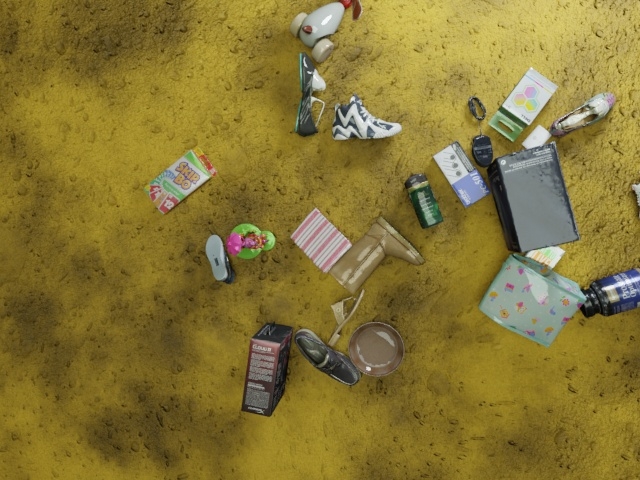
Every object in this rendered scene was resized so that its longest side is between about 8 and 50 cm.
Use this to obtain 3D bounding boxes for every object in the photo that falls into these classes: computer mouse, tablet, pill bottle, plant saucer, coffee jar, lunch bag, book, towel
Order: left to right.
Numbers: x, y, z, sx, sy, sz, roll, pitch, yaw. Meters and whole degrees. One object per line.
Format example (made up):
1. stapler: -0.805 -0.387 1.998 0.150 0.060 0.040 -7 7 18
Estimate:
1. towel: 0.000 0.000 1.991 0.144 0.029 0.197 -48 69 9
2. plant saucer: 0.199 0.384 2.015 0.199 0.036 0.198 1 96 8
3. coffee jar: 0.346 -0.135 1.905 0.079 0.096 0.184 -22 93 8
4. computer mouse: 0.527 -0.361 1.886 0.071 0.041 0.242 -7 88 -7
5. lunch bag: 0.676 0.187 1.840 0.262 0.160 0.223 27 113 1
6. tablet: 0.716 -0.334 1.871 0.054 0.006 0.083 41 100 3
7. book: 0.735 0.066 1.900 0.096 0.035 0.144 34 103 6
8. pill bottle: 0.954 0.175 1.828 0.219 0.123 0.122 -20 93 10

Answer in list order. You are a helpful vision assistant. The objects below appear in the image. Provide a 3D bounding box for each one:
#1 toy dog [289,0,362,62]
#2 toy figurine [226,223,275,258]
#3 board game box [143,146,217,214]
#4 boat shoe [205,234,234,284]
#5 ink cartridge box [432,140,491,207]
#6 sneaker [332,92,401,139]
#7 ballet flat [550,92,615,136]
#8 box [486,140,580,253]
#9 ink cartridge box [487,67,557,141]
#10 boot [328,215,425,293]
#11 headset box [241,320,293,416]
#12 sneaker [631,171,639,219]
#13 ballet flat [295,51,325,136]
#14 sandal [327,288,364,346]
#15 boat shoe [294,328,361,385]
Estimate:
1. toy dog: 0.030 -0.760 1.856 0.220 0.161 0.333 24 99 6
2. toy figurine: -0.260 0.011 1.986 0.173 0.159 0.130 -1 96 9
3. board game box: -0.512 -0.218 2.067 0.259 0.039 0.124 -36 90 8
4. boat shoe: -0.366 0.073 2.063 0.065 0.083 0.183 -20 66 10
5. ink cartridge box: 0.474 -0.223 1.901 0.097 0.046 0.207 -32 91 12
6. sneaker: 0.153 -0.423 1.906 0.235 0.094 0.153 1 105 19
7. ballet flat: 0.845 -0.401 1.806 0.221 0.079 0.077 -28 90 11
8. box: 0.644 -0.121 1.743 0.183 0.296 0.294 -15 87 12
9. ink cartridge box: 0.654 -0.438 1.830 0.109 0.062 0.209 37 94 3
10. boot: 0.194 0.083 1.958 0.236 0.089 0.269 45 100 18
11. headset box: -0.182 0.433 1.989 0.110 0.218 0.293 9 98 8
12. sneaker: 1.038 -0.147 1.822 0.075 0.057 0.161 17 100 24
13. ballet flat: -0.032 -0.497 1.937 0.096 0.095 0.280 4 107 -1
14. sandal: 0.065 0.261 1.997 0.079 0.088 0.240 28 105 -1
15. boat shoe: 0.018 0.427 2.019 0.285 0.092 0.103 40 101 3
